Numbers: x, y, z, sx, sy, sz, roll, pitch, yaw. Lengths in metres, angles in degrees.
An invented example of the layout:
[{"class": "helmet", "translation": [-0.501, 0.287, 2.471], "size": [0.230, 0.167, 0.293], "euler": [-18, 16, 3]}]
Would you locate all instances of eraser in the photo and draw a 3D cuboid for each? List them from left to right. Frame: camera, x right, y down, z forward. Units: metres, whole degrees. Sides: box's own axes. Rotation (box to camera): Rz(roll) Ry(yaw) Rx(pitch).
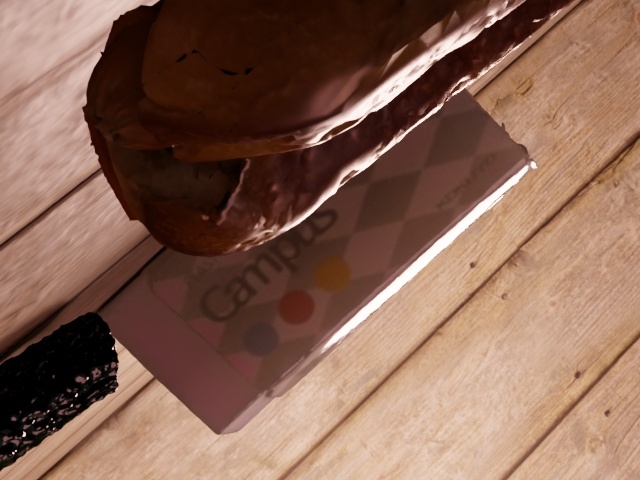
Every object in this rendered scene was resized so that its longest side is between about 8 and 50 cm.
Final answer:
[{"class": "eraser", "translation": [0.000, -0.001, 1.258], "size": [0.397, 0.213, 0.082], "euler": [-43, -161, 5]}]

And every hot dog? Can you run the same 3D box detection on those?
[{"class": "hot dog", "translation": [0.047, -0.132, 0.494], "size": [0.349, 0.117, 0.158], "euler": [-39, 171, -27]}]

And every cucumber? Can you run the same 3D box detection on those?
[{"class": "cucumber", "translation": [-0.263, 0.151, 0.977], "size": [0.300, 0.072, 0.072], "euler": [-37, 175, -42]}]
